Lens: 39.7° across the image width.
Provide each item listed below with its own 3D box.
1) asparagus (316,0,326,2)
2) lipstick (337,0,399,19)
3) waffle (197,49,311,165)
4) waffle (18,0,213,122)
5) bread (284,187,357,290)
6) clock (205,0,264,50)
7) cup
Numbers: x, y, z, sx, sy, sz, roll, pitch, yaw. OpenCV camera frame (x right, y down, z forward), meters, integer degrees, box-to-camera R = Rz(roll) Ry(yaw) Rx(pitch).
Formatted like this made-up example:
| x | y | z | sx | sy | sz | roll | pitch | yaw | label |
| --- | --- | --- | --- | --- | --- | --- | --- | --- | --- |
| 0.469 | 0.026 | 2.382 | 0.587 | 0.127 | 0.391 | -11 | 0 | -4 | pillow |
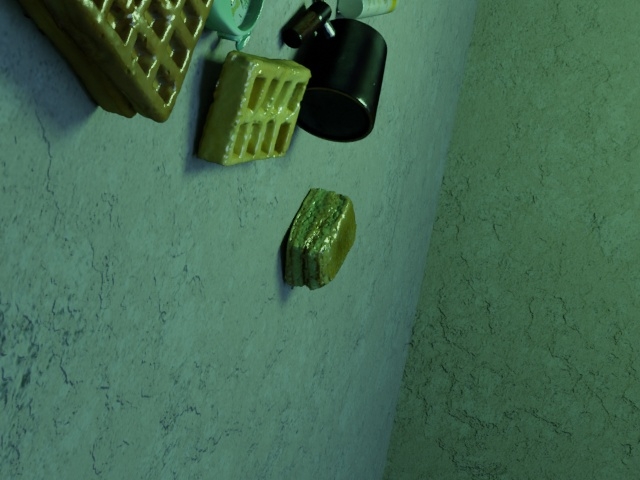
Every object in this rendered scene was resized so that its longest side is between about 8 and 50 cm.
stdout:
| x | y | z | sx | sy | sz | roll | pitch | yaw | label |
| --- | --- | --- | --- | --- | --- | --- | --- | --- | --- |
| -0.012 | -0.499 | 1.581 | 0.233 | 0.022 | 0.023 | 76 | -13 | -51 | asparagus |
| 0.105 | -0.505 | 1.882 | 0.264 | 0.059 | 0.059 | -40 | 140 | -64 | lipstick |
| -0.099 | -0.208 | 1.409 | 0.168 | 0.057 | 0.274 | -70 | 165 | 14 | waffle |
| -0.223 | -0.294 | 0.938 | 0.328 | 0.098 | 0.224 | 65 | 39 | -65 | waffle |
| 0.000 | 0.000 | 1.845 | 0.138 | 0.102 | 0.196 | 82 | 28 | -44 | bread |
| -0.127 | -0.356 | 1.250 | 0.188 | 0.060 | 0.148 | 56 | 48 | -68 | clock |
| 0.035 | -0.320 | 1.624 | 0.239 | 0.166 | 0.177 | 74 | 30 | -60 | cup |
